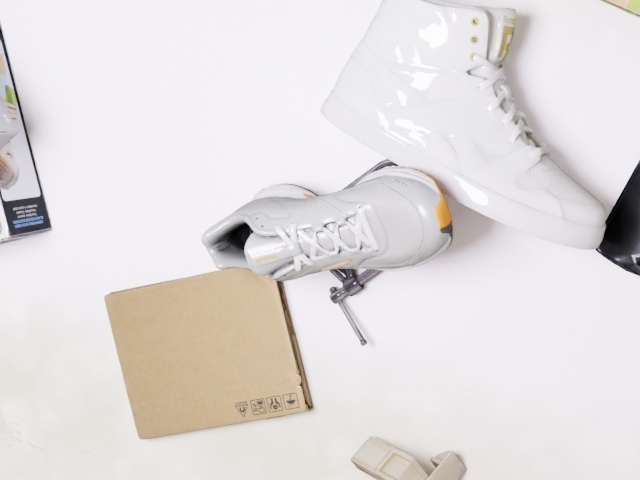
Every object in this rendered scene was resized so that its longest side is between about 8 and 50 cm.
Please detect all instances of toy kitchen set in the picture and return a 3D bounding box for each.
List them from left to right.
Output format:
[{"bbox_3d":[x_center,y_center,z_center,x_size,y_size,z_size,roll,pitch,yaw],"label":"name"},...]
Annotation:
[{"bbox_3d":[0.093,0.232,1.136,0.068,0.075,0.083,-46,120,-18],"label":"toy kitchen set"}]

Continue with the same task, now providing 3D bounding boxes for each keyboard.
[{"bbox_3d":[0.336,-0.050,1.025,0.100,0.038,0.192,38,109,35],"label":"keyboard"}]

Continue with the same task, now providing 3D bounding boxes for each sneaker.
[{"bbox_3d":[0.000,0.000,1.043,0.262,0.121,0.099,-6,106,44],"label":"sneaker"},{"bbox_3d":[0.156,-0.123,1.029,0.292,0.108,0.169,31,108,14],"label":"sneaker"}]

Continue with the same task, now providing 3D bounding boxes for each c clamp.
[{"bbox_3d":[0.059,0.003,1.123,0.160,0.022,0.137,-42,78,19],"label":"c clamp"}]

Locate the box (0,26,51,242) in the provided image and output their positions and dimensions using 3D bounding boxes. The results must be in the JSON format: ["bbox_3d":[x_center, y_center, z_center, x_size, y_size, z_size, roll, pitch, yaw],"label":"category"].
[{"bbox_3d":[-0.417,-0.127,1.226,0.169,0.087,0.290,-14,92,19],"label":"box"}]

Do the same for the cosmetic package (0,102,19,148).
[{"bbox_3d":[-0.433,-0.075,1.125,0.238,0.127,0.107,-40,84,16],"label":"cosmetic package"}]

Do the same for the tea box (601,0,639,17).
[{"bbox_3d":[0.230,-0.383,0.872,0.323,0.220,0.329,27,119,16],"label":"tea box"}]

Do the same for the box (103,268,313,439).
[{"bbox_3d":[-0.120,0.116,1.192,0.201,0.021,0.164,-13,92,19],"label":"box"}]
